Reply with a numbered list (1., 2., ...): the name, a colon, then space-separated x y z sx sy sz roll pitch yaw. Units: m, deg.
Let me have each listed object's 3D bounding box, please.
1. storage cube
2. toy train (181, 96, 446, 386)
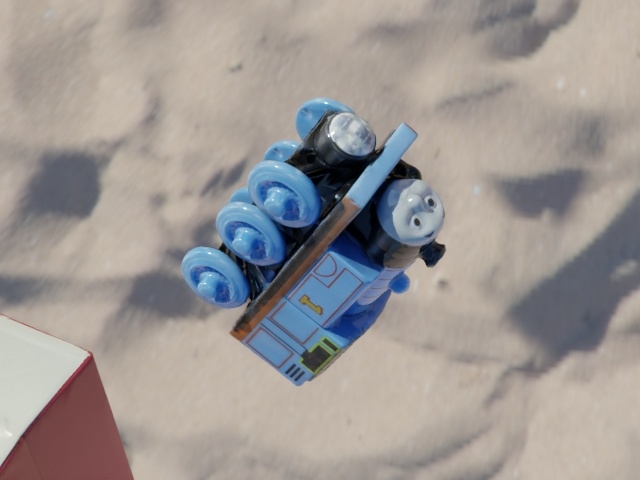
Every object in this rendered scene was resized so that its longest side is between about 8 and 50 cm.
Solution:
1. storage cube: -0.288 0.178 1.581 0.215 0.183 0.193 21 146 23
2. toy train: 0.000 0.000 1.055 0.105 0.080 0.184 38 143 -3
